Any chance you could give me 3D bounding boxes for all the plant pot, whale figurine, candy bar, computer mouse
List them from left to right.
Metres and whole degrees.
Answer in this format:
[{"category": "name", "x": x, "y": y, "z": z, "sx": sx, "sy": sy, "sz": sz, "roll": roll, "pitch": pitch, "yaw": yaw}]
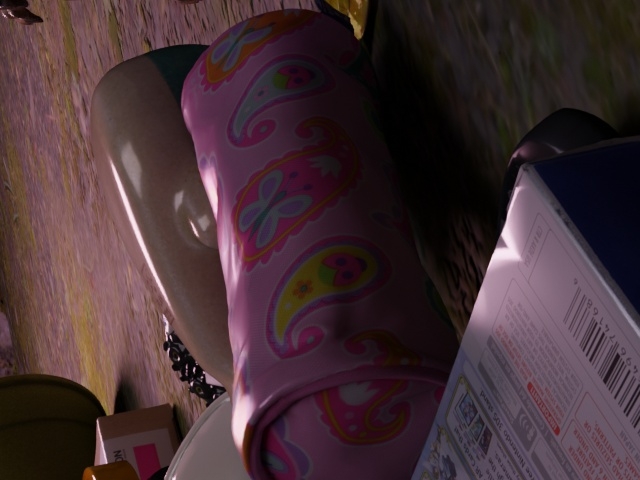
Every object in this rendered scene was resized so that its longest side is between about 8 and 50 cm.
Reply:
[{"category": "plant pot", "x": -0.370, "y": 0.424, "z": 1.788, "sx": 0.353, "sy": 0.366, "sz": 0.366, "roll": 51, "pitch": 147, "yaw": 38}, {"category": "whale figurine", "x": -0.051, "y": -0.003, "z": 0.929, "sx": 0.272, "sy": 0.141, "sz": 0.216, "roll": 65, "pitch": 166, "yaw": 8}, {"category": "candy bar", "x": -0.003, "y": -0.175, "z": 0.867, "sx": 0.161, "sy": 0.018, "sz": 0.040, "roll": -115, "pitch": 28, "yaw": -43}, {"category": "computer mouse", "x": 0.106, "y": 0.042, "z": 0.616, "sx": 0.071, "sy": 0.041, "sz": 0.242, "roll": 45, "pitch": 148, "yaw": 35}]

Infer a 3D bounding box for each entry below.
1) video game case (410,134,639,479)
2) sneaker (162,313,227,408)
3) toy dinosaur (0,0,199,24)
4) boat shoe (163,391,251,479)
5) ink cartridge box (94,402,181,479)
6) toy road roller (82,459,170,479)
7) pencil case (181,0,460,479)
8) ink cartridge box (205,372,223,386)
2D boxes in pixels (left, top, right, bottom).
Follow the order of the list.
[{"category": "video game case", "x": 0.129, "y": 0.142, "z": 0.493, "sx": 0.269, "sy": 0.061, "sz": 0.244, "roll": 61, "pitch": 153, "yaw": 33}, {"category": "sneaker", "x": -0.103, "y": 0.033, "z": 1.198, "sx": 0.085, "sy": 0.086, "sz": 0.237, "roll": -26, "pitch": 84, "yaw": 43}, {"category": "toy dinosaur", "x": -0.212, "y": -0.289, "z": 1.150, "sx": 0.127, "sy": 0.296, "sz": 0.200, "roll": -9, "pitch": -85, "yaw": -69}, {"category": "boat shoe", "x": -0.069, "y": 0.277, "z": 1.110, "sx": 0.116, "sy": 0.099, "sz": 0.319, "roll": 3, "pitch": 81, "yaw": 44}, {"category": "ink cartridge box", "x": -0.185, "y": 0.328, "z": 1.534, "sx": 0.193, "sy": 0.088, "sz": 0.234, "roll": 104, "pitch": 152, "yaw": -52}, {"category": "toy road roller", "x": -0.163, "y": 0.358, "z": 1.227, "sx": 0.202, "sy": 0.240, "sz": 0.329, "roll": -177, "pitch": 80, "yaw": -72}, {"category": "pencil case", "x": 0.000, "y": 0.000, "z": 0.722, "sx": 0.284, "sy": 0.124, "sz": 0.124, "roll": -103, "pitch": 16, "yaw": -46}, {"category": "ink cartridge box", "x": -0.057, "y": 0.067, "z": 1.083, "sx": 0.122, "sy": 0.052, "sz": 0.088, "roll": 169, "pitch": 93, "yaw": -71}]
